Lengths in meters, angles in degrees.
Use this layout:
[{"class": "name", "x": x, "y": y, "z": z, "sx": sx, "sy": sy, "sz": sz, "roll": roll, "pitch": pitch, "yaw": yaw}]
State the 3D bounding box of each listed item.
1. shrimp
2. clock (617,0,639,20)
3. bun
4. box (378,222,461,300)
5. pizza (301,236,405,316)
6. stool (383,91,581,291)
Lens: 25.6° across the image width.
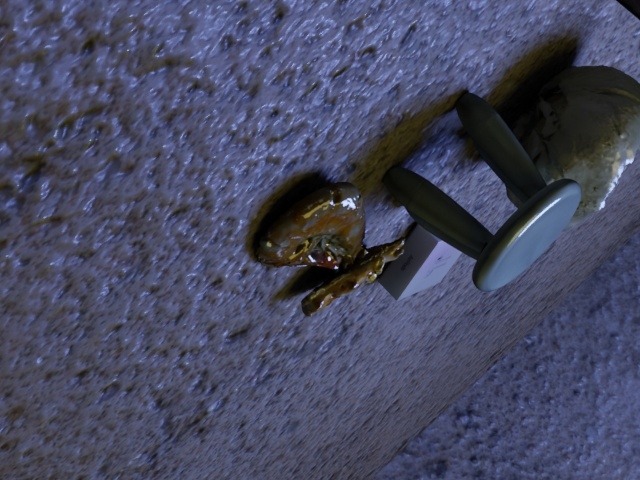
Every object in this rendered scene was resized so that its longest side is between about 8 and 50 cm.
[{"class": "shrimp", "x": -0.001, "y": -0.001, "z": 1.805, "sx": 0.154, "sy": 0.062, "sz": 0.294, "roll": -33, "pitch": 159, "yaw": 3}, {"class": "clock", "x": 0.345, "y": -0.357, "z": 1.564, "sx": 0.071, "sy": 0.192, "sz": 0.147, "roll": -29, "pitch": 155, "yaw": -41}, {"class": "bun", "x": 0.361, "y": -0.148, "z": 2.068, "sx": 0.259, "sy": 0.152, "sz": 0.259, "roll": -60, "pitch": -170, "yaw": 18}, {"class": "box", "x": 0.170, "y": 0.020, "z": 2.200, "sx": 0.129, "sy": 0.051, "sz": 0.130, "roll": -20, "pitch": 149, "yaw": -51}, {"class": "pizza", "x": 0.066, "y": 0.037, "z": 1.964, "sx": 0.176, "sy": 0.036, "sz": 0.184, "roll": -31, "pitch": -176, "yaw": 31}, {"class": "stool", "x": 0.221, "y": -0.060, "z": 1.923, "sx": 0.195, "sy": 0.198, "sz": 0.195, "roll": -48, "pitch": 162, "yaw": 1}]
